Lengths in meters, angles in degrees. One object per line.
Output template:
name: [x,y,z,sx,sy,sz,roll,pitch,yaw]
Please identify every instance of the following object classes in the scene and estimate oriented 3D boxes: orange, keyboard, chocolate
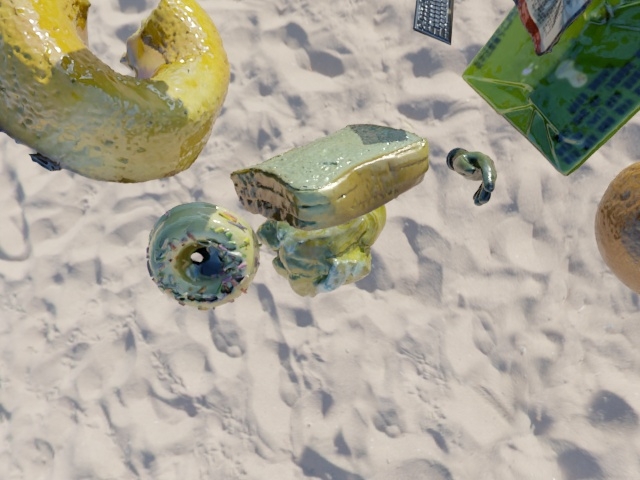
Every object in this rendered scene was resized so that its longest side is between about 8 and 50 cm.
orange: [0.799,-0.015,1.139,0.322,0.357,0.322,-48,22,27]
keyboard: [0.170,-0.369,0.757,0.064,0.010,0.198,17,63,-13]
chocolate: [0.466,-0.325,0.933,0.288,0.137,0.301,51,129,18]

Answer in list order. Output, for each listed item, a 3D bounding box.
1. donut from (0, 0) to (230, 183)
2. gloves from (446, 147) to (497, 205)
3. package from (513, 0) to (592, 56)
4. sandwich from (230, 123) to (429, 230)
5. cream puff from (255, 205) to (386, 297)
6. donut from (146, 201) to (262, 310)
donut: [-0.327,-0.288,0.858,0.163,0.435,0.377,-39,68,40]
gloves: [0.414,-0.188,1.385,0.107,0.135,0.268,-52,22,25]
package: [0.357,-0.394,0.721,0.040,0.232,0.166,-4,69,-17]
sandwich: [0.018,-0.108,0.799,0.251,0.087,0.226,-28,33,-28]
cream puff: [0.000,0.000,1.480,0.378,0.275,0.378,-5,48,5]
donut: [-0.173,0.028,0.754,0.175,0.174,0.068,-32,20,10]
